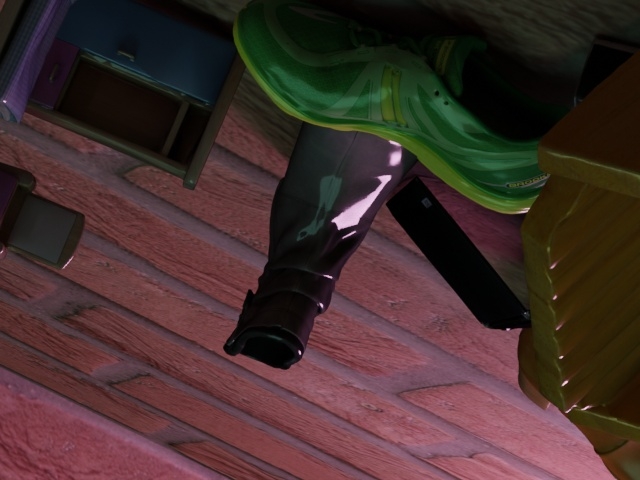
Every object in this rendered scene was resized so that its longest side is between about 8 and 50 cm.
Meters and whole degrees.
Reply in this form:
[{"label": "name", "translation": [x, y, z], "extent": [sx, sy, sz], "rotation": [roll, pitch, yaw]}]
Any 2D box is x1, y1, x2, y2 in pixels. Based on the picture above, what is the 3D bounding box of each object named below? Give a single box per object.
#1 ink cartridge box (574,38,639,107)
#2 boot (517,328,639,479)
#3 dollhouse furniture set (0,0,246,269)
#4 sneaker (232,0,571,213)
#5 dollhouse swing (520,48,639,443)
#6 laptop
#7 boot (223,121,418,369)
[{"label": "ink cartridge box", "translation": [0.307, -0.036, 1.544], "extent": [0.175, 0.069, 0.371], "rotation": [16, 162, 17]}, {"label": "boot", "translation": [0.334, 0.175, 1.963], "extent": [0.295, 0.104, 0.211], "rotation": [31, 161, 10]}, {"label": "dollhouse furniture set", "translation": [-0.179, -0.116, 1.499], "extent": [0.198, 0.286, 0.303], "rotation": [23, 172, -3]}, {"label": "sneaker", "translation": [0.074, -0.133, 1.502], "extent": [0.295, 0.109, 0.123], "rotation": [25, 138, -4]}, {"label": "dollhouse swing", "translation": [0.351, 0.034, 1.201], "extent": [0.305, 0.315, 0.347], "rotation": [39, 161, 29]}, {"label": "laptop", "translation": [0.208, 0.013, 1.773], "extent": [0.264, 0.137, 0.234], "rotation": [-3, 176, -5]}, {"label": "boot", "translation": [0.000, 0.000, 1.711], "extent": [0.118, 0.223, 0.338], "rotation": [22, 161, 2]}]
